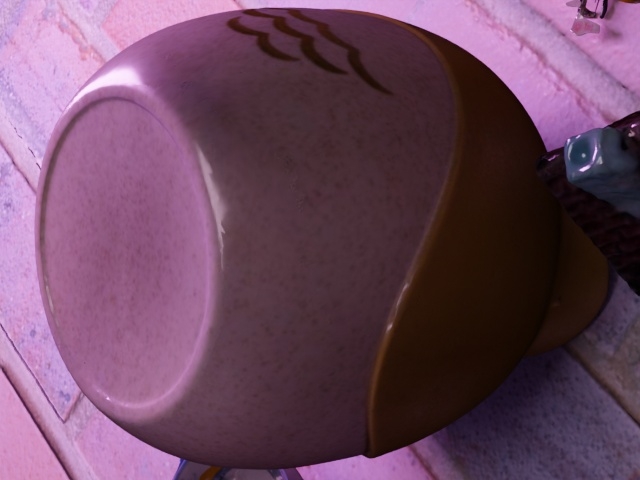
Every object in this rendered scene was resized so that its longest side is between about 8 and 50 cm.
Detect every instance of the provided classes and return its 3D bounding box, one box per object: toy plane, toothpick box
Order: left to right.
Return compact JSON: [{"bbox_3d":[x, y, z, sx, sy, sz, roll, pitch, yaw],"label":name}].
[{"bbox_3d":[0.000,0.000,1.456,0.409,0.425,0.409,10,102,51],"label":"toothpick box"},{"bbox_3d":[0.253,-0.250,1.549,0.049,0.031,0.121,10,83,36],"label":"toy plane"}]

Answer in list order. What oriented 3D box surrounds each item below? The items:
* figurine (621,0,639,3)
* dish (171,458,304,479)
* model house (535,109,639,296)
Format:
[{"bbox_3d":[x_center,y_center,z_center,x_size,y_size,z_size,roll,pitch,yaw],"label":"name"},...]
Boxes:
[{"bbox_3d":[0.320,-0.354,1.400,0.323,0.196,0.320,9,91,51],"label":"figurine"},{"bbox_3d":[-0.074,0.294,1.679,0.236,0.086,0.228,-57,47,17],"label":"dish"},{"bbox_3d":[0.340,-0.043,1.258,0.280,0.248,0.230,-23,65,38],"label":"model house"}]
